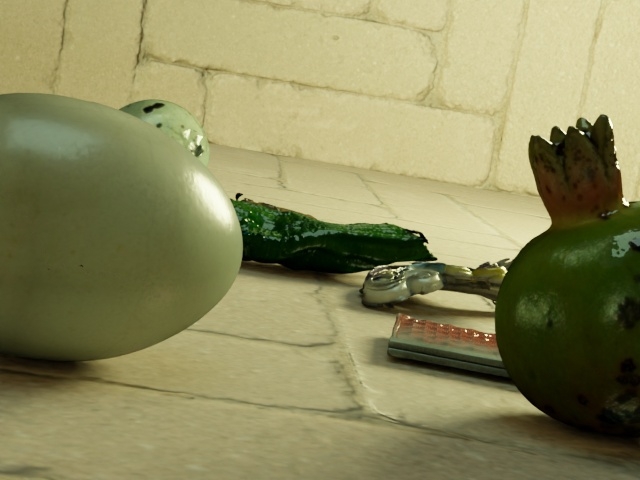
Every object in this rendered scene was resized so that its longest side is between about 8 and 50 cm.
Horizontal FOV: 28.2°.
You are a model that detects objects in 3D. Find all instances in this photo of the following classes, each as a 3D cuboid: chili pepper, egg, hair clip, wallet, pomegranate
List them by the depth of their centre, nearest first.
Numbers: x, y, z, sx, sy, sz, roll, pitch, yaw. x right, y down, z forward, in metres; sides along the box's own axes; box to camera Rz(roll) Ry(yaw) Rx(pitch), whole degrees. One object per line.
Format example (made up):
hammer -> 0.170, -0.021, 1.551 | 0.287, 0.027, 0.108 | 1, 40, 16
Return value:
egg -> -0.143, -0.005, 0.729 | 0.209, 0.151, 0.151 | 12, 5, -31
pomegranate -> 0.182, 0.025, 0.785 | 0.159, 0.205, 0.159 | -19, 5, 2
wallet -> 0.147, 0.086, 0.928 | 0.197, 0.020, 0.103 | 10, 8, 4
hair clip -> 0.106, 0.042, 1.152 | 0.172, 0.049, 0.116 | -1, -3, -18
chili pepper -> 0.000, 0.002, 1.224 | 0.224, 0.061, 0.098 | 10, 2, -11
egg -> -0.199, -0.095, 1.455 | 0.131, 0.131, 0.164 | 12, 21, 19

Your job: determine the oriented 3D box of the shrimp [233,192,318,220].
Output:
shrimp -> -0.063, -0.018, 1.380 | 0.101, 0.042, 0.190 | -5, 16, -36
